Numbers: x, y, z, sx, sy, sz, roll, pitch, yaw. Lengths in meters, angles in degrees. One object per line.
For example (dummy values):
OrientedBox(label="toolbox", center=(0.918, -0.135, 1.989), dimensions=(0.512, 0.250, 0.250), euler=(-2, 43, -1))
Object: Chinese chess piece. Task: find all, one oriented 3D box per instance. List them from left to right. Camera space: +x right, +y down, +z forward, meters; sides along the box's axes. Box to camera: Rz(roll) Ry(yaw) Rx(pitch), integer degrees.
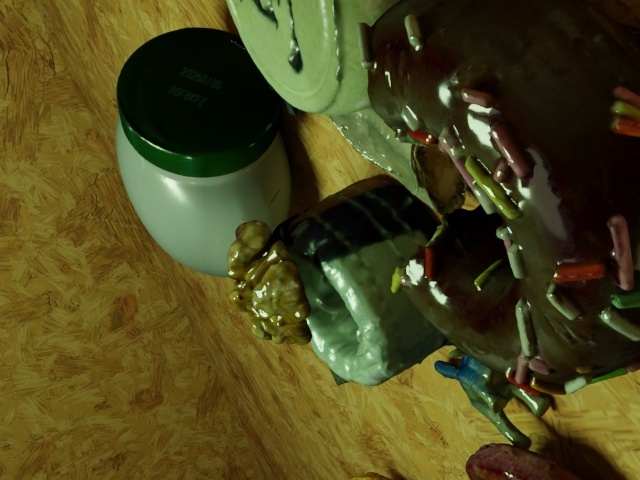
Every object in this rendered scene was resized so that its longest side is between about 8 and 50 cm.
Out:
OrientedBox(label="Chinese chess piece", center=(-0.004, -0.233, 0.644), dimensions=(0.250, 0.101, 0.250), euler=(52, 158, 32))

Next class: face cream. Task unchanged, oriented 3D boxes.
OrientedBox(label="face cream", center=(-0.170, -0.109, 1.080), dimensions=(0.312, 0.219, 0.357), euler=(53, 159, 19))

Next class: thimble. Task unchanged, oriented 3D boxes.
OrientedBox(label="thimble", center=(0.054, 0.054, 0.870), dimensions=(0.237, 0.150, 0.237), euler=(48, 155, 31))

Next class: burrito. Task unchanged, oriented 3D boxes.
OrientedBox(label="burrito", center=(0.058, -0.115, 0.747), dimensions=(0.226, 0.060, 0.087), euler=(45, 157, 35))

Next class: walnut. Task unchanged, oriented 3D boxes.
OrientedBox(label="walnut", center=(-0.063, 0.054, 0.839), dimensions=(0.143, 0.069, 0.170), euler=(52, 161, 27))

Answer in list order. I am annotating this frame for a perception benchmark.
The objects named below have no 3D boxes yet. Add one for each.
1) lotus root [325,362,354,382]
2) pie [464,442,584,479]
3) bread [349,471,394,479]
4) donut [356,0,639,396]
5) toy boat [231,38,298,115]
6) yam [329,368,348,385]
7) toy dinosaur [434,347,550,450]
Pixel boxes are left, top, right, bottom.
OrientedBox(label="lotus root", center=(0.043, 0.196, 1.234), dimensions=(0.150, 0.062, 0.073), euler=(35, 148, 44))
OrientedBox(label="pie", center=(0.241, 0.280, 0.804), dimensions=(0.182, 0.049, 0.182), euler=(30, 159, 13))
OrientedBox(label="bread", center=(0.177, 0.556, 1.279), dimensions=(0.236, 0.165, 0.375), euler=(61, 161, -17))
OrientedBox(label="donut", center=(0.154, -0.014, 0.558), dimensions=(0.259, 0.136, 0.345), euler=(45, 158, 42))
OrientedBox(label="toy boat", center=(-0.069, -0.244, 0.822), dimensions=(0.093, 0.103, 0.246), euler=(-105, -6, -55))
OrientedBox(label="yam", center=(0.031, 0.214, 1.323), dimensions=(0.043, 0.043, 0.094), euler=(17, 133, 63))
OrientedBox(label="toy dinosaur", center=(0.157, 0.137, 0.828), dimensions=(0.188, 0.075, 0.247), euler=(33, 170, 45))
